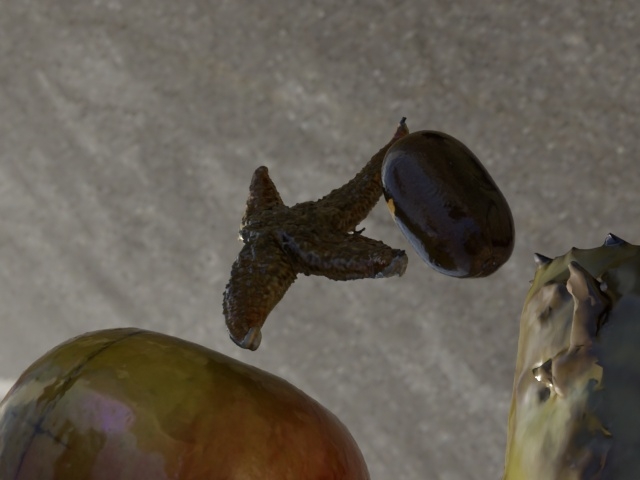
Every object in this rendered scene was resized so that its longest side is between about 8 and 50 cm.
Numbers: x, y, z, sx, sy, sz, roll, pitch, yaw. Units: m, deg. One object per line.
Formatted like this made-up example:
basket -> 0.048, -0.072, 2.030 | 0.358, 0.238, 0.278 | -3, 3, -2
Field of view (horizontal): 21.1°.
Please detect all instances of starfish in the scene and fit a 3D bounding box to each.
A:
starfish -> 0.002, 0.001, 1.211 | 0.247, 0.138, 0.050 | -88, -21, -57

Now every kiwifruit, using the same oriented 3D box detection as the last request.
kiwifruit -> 0.089, -0.025, 1.208 | 0.124, 0.075, 0.075 | 58, 159, 29

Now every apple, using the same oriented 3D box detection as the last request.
apple -> -0.108, 0.195, 1.215 | 0.286, 0.233, 0.286 | 21, 168, 5

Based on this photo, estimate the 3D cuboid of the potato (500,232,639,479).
potato -> 0.191, 0.173, 0.792 | 0.289, 0.237, 0.301 | 8, 149, 43
